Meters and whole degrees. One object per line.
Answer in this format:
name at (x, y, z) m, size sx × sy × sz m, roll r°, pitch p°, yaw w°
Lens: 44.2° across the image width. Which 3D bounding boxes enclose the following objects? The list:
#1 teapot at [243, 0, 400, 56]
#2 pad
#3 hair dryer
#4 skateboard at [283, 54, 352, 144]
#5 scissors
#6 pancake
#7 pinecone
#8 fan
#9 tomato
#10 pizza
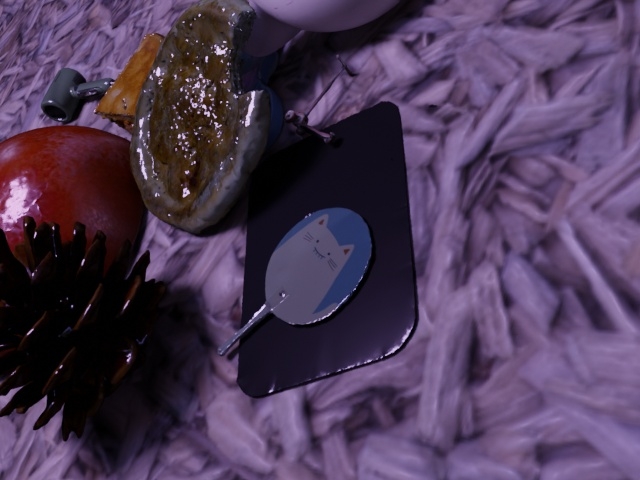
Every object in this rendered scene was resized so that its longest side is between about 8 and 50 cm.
teapot at (0.018, -0.316, 0.801) m, size 0.298 × 0.139 × 0.204 m, roll -39°, pitch 77°, yaw -1°
pad at (0.000, 0.000, 0.696) m, size 0.181 × 0.004 × 0.267 m, roll -23°, pitch 48°, yaw 29°
hair dryer at (-0.330, -0.217, 1.122) m, size 0.150 × 0.047 × 0.071 m, roll -5°, pitch 57°, yaw 32°
skateboard at (0.011, -0.135, 0.763) m, size 0.064 × 0.032 × 0.083 m, roll 30°, pitch 82°, yaw 41°
scissors at (-0.076, -0.198, 0.886) m, size 0.125 × 0.030 × 0.256 m, roll -8°, pitch 59°, yaw 37°
pancake at (-0.132, -0.129, 0.818) m, size 0.253 × 0.037 × 0.253 m, roll -9°, pitch 78°, yaw 48°
pinecone at (-0.247, 0.072, 0.725) m, size 0.208 × 0.208 × 0.208 m, roll -23°, pitch 48°, yaw 28°
fan at (-0.026, 0.041, 0.681) m, size 0.175 × 0.005 × 0.113 m, roll -43°, pitch 42°, yaw 7°
tomato at (-0.364, -0.011, 0.928) m, size 0.338 × 0.144 × 0.338 m, roll -24°, pitch 49°, yaw 31°
pizza at (-0.223, -0.190, 0.999) m, size 0.134 × 0.046 × 0.175 m, roll -22°, pitch 48°, yaw 28°
